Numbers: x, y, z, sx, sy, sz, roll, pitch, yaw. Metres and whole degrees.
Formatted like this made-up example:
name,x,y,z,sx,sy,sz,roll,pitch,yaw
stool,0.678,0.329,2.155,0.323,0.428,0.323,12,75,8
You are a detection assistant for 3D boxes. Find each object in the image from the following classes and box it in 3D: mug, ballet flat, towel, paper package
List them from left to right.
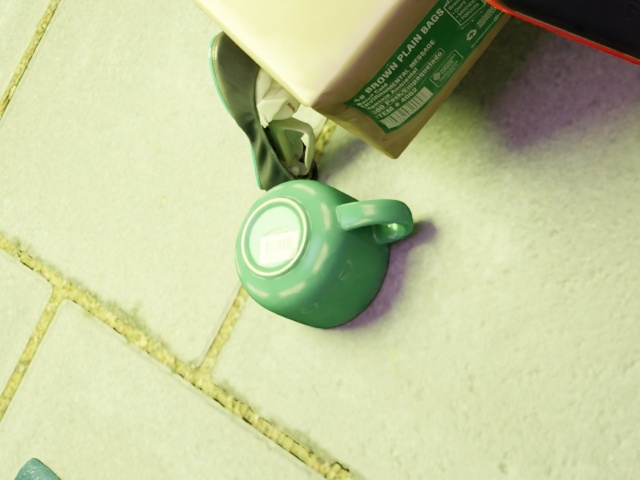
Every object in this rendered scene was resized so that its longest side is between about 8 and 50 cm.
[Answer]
name,x,y,z,sx,sy,sz,roll,pitch,yaw
towel,-0.286,0.284,1.282,0.119,0.029,0.067,32,93,39
ballet flat,-0.044,-0.118,1.148,0.074,0.203,0.074,-9,48,10
mug,-0.008,-0.001,1.132,0.129,0.097,0.158,43,102,37
paper package,0.041,-0.292,1.037,0.325,0.168,0.309,-50,59,10

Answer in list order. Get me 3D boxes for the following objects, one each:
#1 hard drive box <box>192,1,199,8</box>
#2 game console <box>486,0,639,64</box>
name,x,y,z,sx,sy,sz,roll,pitch,yaw
hard drive box,0.009,-0.254,1.210,0.232,0.089,0.181,38,98,37
game console,0.314,-0.294,0.878,0.060,0.342,0.387,176,113,-75
